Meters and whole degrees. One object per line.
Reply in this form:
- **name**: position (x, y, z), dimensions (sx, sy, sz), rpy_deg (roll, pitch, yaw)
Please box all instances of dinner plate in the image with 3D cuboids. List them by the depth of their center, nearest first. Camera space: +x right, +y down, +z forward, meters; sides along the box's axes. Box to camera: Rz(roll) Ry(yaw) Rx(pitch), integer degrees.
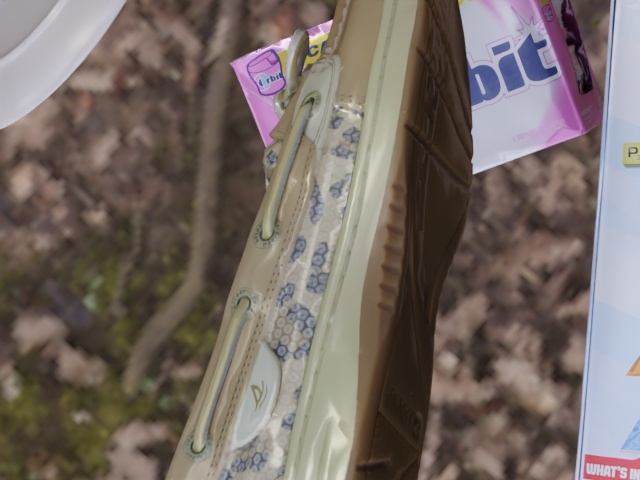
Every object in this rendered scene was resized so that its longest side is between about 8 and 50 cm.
- **dinner plate**: position (-0.120, -0.110, 0.845), dimensions (0.017, 0.141, 0.141), rpy_deg (35, 159, -30)

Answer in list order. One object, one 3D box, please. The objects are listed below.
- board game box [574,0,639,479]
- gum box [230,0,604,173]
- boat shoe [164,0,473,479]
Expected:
- **board game box**: position (0.279, 0.007, 0.853), dimensions (0.318, 0.066, 0.318), rpy_deg (6, 101, 13)
- **gum box**: position (0.059, -0.086, 1.080), dimensions (0.188, 0.062, 0.107), rpy_deg (-20, 95, 24)
- **boat shoe**: position (0.000, 0.000, 0.760), dimensions (0.089, 0.285, 0.104), rpy_deg (2, 152, 20)
